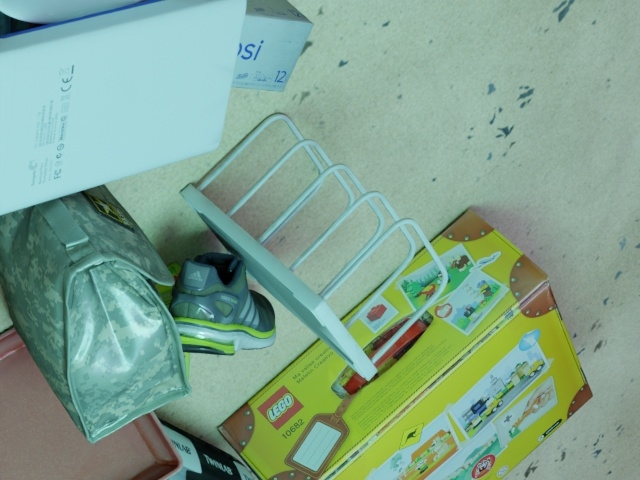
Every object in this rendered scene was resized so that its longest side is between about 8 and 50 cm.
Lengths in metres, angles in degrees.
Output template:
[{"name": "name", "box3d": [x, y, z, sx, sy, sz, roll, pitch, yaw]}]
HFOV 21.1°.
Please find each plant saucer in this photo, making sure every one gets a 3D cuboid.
[{"name": "plant saucer", "box3d": [-0.342, 0.237, 2.107, 0.258, 0.259, 0.048, -31, 178, -21]}]

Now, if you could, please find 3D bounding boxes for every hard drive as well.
[{"name": "hard drive", "box3d": [-0.230, -0.149, 1.820, 0.318, 0.040, 0.210, -20, 139, -36]}]

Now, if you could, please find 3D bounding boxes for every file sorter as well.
[{"name": "file sorter", "box3d": [0.000, 0.000, 2.158, 0.173, 0.277, 0.193, -45, 143, -6]}]

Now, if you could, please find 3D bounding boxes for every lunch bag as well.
[{"name": "lunch bag", "box3d": [-0.274, 0.041, 1.958, 0.169, 0.235, 0.287, -27, 140, -17]}]

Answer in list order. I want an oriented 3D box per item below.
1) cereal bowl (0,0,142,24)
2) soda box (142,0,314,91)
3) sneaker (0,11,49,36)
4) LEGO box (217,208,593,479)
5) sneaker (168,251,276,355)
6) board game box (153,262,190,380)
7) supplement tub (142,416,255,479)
[{"name": "cereal bowl", "box3d": [-0.218, -0.377, 1.676, 0.339, 0.141, 0.339, -31, 158, -14]}, {"name": "soda box", "box3d": [-0.149, -0.240, 1.944, 0.286, 0.091, 0.098, 0, 125, -44]}, {"name": "sneaker", "box3d": [-0.338, -0.135, 1.845, 0.125, 0.104, 0.262, -10, 130, -41]}, {"name": "LEGO box", "box3d": [0.144, 0.258, 2.602, 0.500, 0.193, 0.372, -40, 143, -9]}, {"name": "sneaker", "box3d": [-0.119, 0.076, 2.191, 0.300, 0.111, 0.121, -12, 110, -80]}, {"name": "board game box", "box3d": [-0.218, 0.123, 2.248, 0.092, 0.043, 0.181, -22, 137, -30]}, {"name": "supplement tub", "box3d": [-0.216, 0.358, 2.329, 0.207, 0.207, 0.338, -50, 143, 3]}]
